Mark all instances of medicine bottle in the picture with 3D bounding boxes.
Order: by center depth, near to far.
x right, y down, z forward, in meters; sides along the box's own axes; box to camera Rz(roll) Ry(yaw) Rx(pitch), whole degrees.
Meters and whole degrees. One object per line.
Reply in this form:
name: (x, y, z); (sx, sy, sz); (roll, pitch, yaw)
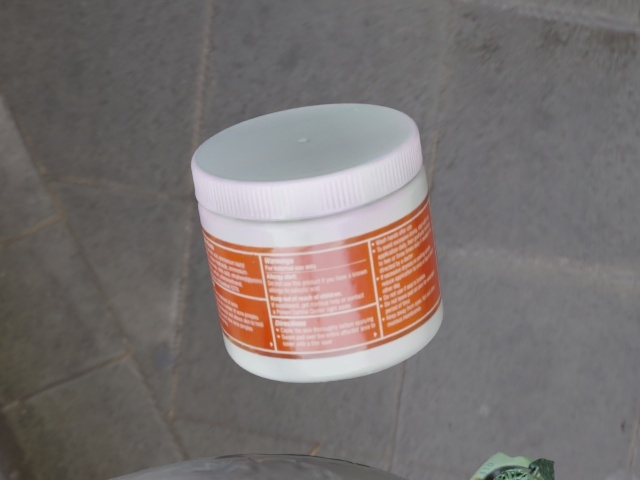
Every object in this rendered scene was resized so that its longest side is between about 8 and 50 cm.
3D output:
medicine bottle: (0.000, 0.000, 1.575); (0.253, 0.252, 0.240); (-2, 114, 13)

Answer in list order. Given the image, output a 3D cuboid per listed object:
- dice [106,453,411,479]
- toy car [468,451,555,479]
dice: (-0.021, 0.184, 0.397); (0.194, 0.192, 0.193); (-44, 55, 23)
toy car: (0.057, 0.175, 0.653); (0.058, 0.186, 0.093); (11, 135, 37)
